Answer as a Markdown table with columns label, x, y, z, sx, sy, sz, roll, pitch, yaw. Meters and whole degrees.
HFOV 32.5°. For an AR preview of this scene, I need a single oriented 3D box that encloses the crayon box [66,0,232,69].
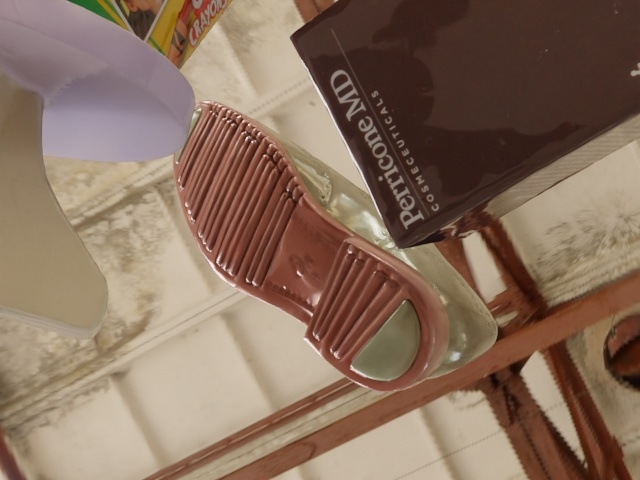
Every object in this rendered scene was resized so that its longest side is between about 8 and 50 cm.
| label | x | y | z | sx | sy | sz | roll | pitch | yaw |
| --- | --- | --- | --- | --- | --- | --- | --- | --- | --- |
| crayon box | -0.169 | -0.306 | 0.883 | 0.106 | 0.363 | 0.313 | 4 | -48 | 21 |

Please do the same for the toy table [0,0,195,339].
| label | x | y | z | sx | sy | sz | roll | pitch | yaw |
| --- | --- | --- | --- | --- | --- | --- | --- | --- | --- |
| toy table | -0.226 | -0.051 | 0.634 | 0.274 | 0.252 | 0.161 | 12 | -112 | 3 |

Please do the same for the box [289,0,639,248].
| label | x | y | z | sx | sy | sz | roll | pitch | yaw |
| --- | --- | --- | --- | --- | --- | --- | --- | --- | --- |
| box | 0.187 | -0.165 | 0.778 | 0.381 | 0.143 | 0.191 | -32 | -101 | 29 |

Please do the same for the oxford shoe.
| label | x | y | z | sx | sy | sz | roll | pitch | yaw |
| --- | --- | --- | --- | --- | --- | --- | --- | --- | --- |
| oxford shoe | 0.000 | 0.000 | 1.047 | 0.397 | 0.146 | 0.140 | 46 | -61 | 32 |
